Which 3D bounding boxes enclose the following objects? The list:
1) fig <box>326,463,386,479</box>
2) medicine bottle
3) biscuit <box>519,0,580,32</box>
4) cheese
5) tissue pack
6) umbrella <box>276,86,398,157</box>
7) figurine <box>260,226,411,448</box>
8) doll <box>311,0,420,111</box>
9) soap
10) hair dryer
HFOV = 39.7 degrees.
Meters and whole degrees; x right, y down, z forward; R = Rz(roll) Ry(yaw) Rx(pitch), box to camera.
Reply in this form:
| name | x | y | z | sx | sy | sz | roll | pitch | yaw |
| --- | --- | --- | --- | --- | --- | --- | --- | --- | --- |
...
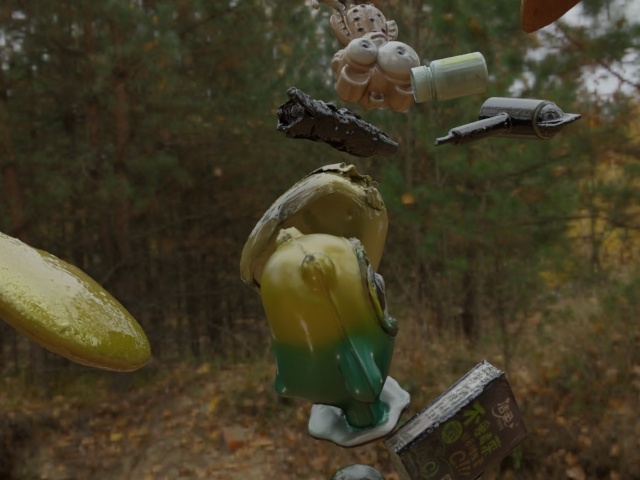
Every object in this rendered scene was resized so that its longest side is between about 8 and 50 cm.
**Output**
| name | x | y | z | sx | sy | sz | roll | pitch | yaw |
| --- | --- | --- | --- | --- | --- | --- | --- | --- | --- |
| fig | 0.064 | 0.523 | 1.892 | 0.117 | 0.117 | 0.177 | -2 | 6 | -40 |
| medicine bottle | 0.147 | -0.185 | 1.011 | 0.083 | 0.047 | 0.047 | -10 | -2 | 1 |
| biscuit | 0.420 | -0.470 | 1.472 | 0.183 | 0.280 | 0.043 | 19 | 31 | -21 |
| cheese | 0.000 | 0.000 | 1.697 | 0.259 | 0.316 | 0.128 | 30 | 15 | 7 |
| tissue pack | 0.233 | 0.338 | 1.511 | 0.235 | 0.173 | 0.073 | -36 | 33 | -14 |
| umbrella | 0.030 | -0.156 | 1.271 | 0.236 | 0.066 | 0.059 | 13 | 22 | -50 |
| figurine | 0.013 | 0.149 | 1.447 | 0.231 | 0.340 | 0.323 | -23 | 20 | -12 |
| doll | 0.078 | -0.333 | 1.518 | 0.154 | 0.278 | 0.119 | -3 | -36 | -21 |
| soap | -0.465 | 0.087 | 1.491 | 0.427 | 0.115 | 0.306 | 33 | -2 | 26 |
| hair dryer | 0.322 | -0.202 | 1.627 | 0.248 | 0.078 | 0.195 | -21 | 19 | -29 |
